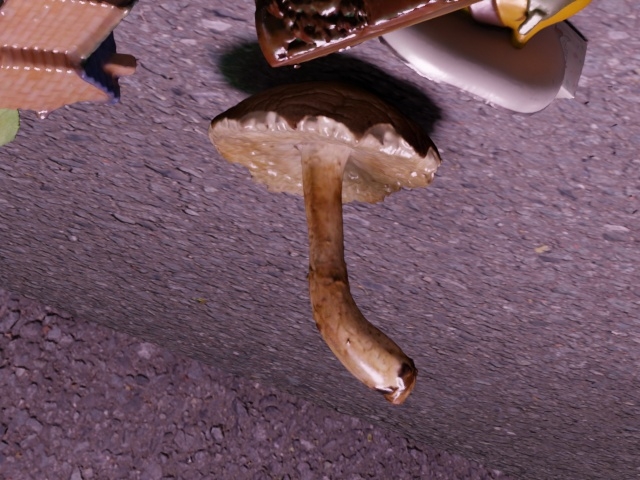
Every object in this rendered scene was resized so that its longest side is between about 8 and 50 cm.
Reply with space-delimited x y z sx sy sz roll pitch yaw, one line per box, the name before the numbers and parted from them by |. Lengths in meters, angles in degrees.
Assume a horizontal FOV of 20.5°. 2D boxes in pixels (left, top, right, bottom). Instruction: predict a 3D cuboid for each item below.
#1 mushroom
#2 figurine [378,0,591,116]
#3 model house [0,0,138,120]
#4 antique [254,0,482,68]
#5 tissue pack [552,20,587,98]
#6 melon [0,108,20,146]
mushroom | 0.015 -0.027 1.716 0.233 0.302 0.208 11 134 -30
figurine | 0.116 -0.217 1.285 0.250 0.167 0.141 32 138 -15
model house | -0.234 -0.214 1.570 0.172 0.167 0.183 8 153 -29
antique | 0.093 -0.200 1.189 0.310 0.087 0.093 -16 -177 24
tissue pack | 0.185 -0.166 1.481 0.023 0.056 0.108 3 160 41
melon | -0.493 -0.197 1.723 0.343 0.226 0.331 43 -165 14
